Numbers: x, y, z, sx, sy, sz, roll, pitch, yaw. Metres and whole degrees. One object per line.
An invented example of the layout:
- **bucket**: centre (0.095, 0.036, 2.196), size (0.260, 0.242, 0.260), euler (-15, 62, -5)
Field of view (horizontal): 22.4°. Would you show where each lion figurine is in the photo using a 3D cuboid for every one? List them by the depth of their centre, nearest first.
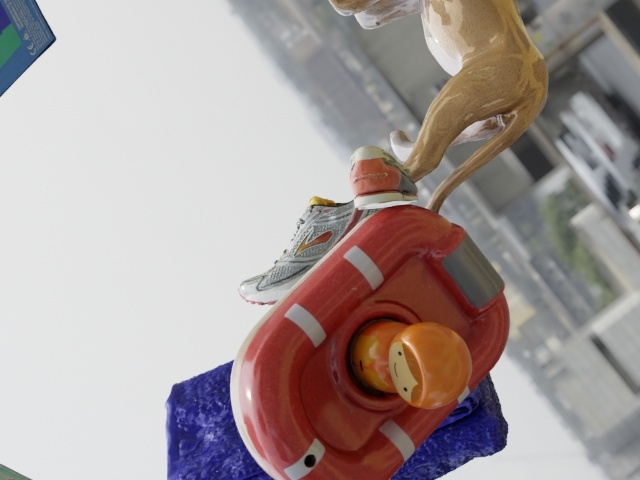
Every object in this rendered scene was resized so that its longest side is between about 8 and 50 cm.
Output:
- **lion figurine**: centre (0.145, -0.208, 1.576), size (0.142, 0.240, 0.392), euler (26, -135, -62)

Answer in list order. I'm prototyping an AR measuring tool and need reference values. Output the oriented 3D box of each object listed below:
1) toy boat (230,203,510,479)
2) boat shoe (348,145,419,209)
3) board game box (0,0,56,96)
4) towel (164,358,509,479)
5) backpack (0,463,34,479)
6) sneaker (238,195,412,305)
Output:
- **toy boat**: centre (0.051, 0.085, 1.138), size (0.151, 0.231, 0.151), euler (51, 162, -18)
- **boat shoe**: centre (0.045, -0.046, 1.225), size (0.137, 0.049, 0.043), euler (3, -104, -80)
- **board game box**: centre (-0.249, -0.111, 0.872), size (0.047, 0.210, 0.160), euler (5, 134, 34)
- **towel**: centre (0.003, 0.152, 1.465), size (0.227, 0.308, 0.076), euler (-103, -13, -51)
- **backpack**: centre (-0.301, 0.266, 1.355), size (0.188, 0.166, 0.144), euler (26, -134, -19)
- **sneaker**: centre (0.000, 0.000, 1.851), size (0.092, 0.225, 0.088), euler (57, -171, 0)
